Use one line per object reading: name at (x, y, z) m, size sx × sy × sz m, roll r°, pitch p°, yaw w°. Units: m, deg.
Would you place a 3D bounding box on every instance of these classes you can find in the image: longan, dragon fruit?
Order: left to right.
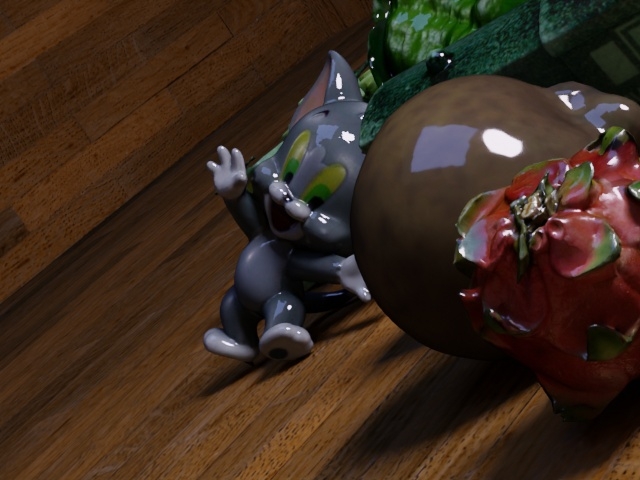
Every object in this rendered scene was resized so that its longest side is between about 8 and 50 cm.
longan at (0.116, -0.024, 1.224) m, size 0.204 × 0.185 × 0.159 m, roll -35°, pitch -24°, yaw 6°
dragon fruit at (0.157, 0.020, 1.079) m, size 0.137 × 0.135 × 0.236 m, roll -30°, pitch -11°, yaw 15°

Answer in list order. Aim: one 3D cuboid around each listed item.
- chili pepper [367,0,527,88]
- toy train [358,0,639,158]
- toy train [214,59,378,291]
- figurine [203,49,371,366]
chili pepper at (0.197, -0.136, 1.585) m, size 0.167 × 0.213 × 0.385 m, roll 12°, pitch 4°, yaw -35°
toy train at (0.170, -0.092, 1.338) m, size 0.330 × 0.178 × 0.138 m, roll -27°, pitch 26°, yaw 35°
toy train at (0.043, -0.080, 1.869) m, size 0.188 × 0.159 × 0.271 m, roll -38°, pitch 3°, yaw 47°
figurine at (0.001, 0.003, 1.637) m, size 0.140 × 0.193 × 0.265 m, roll -12°, pitch -51°, yaw -45°
